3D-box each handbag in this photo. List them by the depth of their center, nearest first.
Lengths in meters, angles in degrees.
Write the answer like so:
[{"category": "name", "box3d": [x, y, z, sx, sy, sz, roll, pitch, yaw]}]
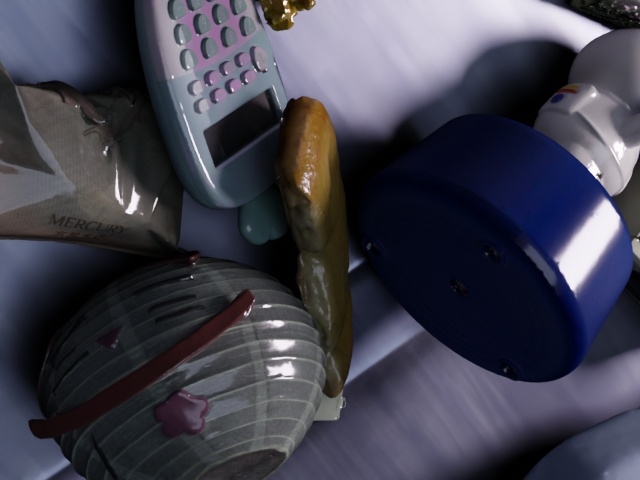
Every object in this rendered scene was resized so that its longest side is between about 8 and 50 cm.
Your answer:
[{"category": "handbag", "box3d": [-0.216, -0.075, 1.344, 0.270, 0.117, 0.182, 7, 95, -38]}]

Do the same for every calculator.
[{"category": "calculator", "box3d": [-0.093, -0.134, 1.387, 0.185, 0.041, 0.299, -43, 121, -54]}]

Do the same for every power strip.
[{"category": "power strip", "box3d": [-0.016, 0.167, 1.572, 0.090, 0.016, 0.040, 2, 101, -29]}]

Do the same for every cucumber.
[{"category": "cucumber", "box3d": [0.380, -0.237, 1.656, 0.245, 0.067, 0.067, 19, 93, -33]}]

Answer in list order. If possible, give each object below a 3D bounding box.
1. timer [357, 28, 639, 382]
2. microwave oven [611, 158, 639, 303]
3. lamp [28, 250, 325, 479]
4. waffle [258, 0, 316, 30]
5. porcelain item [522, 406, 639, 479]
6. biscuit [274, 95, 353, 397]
[{"category": "timer", "box3d": [0.252, -0.074, 1.539, 0.383, 0.270, 0.270, -45, 119, -24]}, {"category": "microwave oven", "box3d": [0.420, -0.006, 1.688, 0.240, 0.145, 0.194, 41, 85, -29]}, {"category": "lamp", "box3d": [-0.129, 0.125, 1.388, 0.265, 0.233, 0.233, -32, 116, -5]}, {"category": "waffle", "box3d": [-0.053, -0.306, 1.415, 0.192, 0.046, 0.160, 37, 84, -29]}, {"category": "porcelain item", "box3d": [0.355, 0.314, 1.683, 0.405, 0.178, 0.242, -24, 90, -23]}, {"category": "biscuit", "box3d": [0.001, -0.001, 1.465, 0.045, 0.154, 0.299, -2, 128, 9]}]
